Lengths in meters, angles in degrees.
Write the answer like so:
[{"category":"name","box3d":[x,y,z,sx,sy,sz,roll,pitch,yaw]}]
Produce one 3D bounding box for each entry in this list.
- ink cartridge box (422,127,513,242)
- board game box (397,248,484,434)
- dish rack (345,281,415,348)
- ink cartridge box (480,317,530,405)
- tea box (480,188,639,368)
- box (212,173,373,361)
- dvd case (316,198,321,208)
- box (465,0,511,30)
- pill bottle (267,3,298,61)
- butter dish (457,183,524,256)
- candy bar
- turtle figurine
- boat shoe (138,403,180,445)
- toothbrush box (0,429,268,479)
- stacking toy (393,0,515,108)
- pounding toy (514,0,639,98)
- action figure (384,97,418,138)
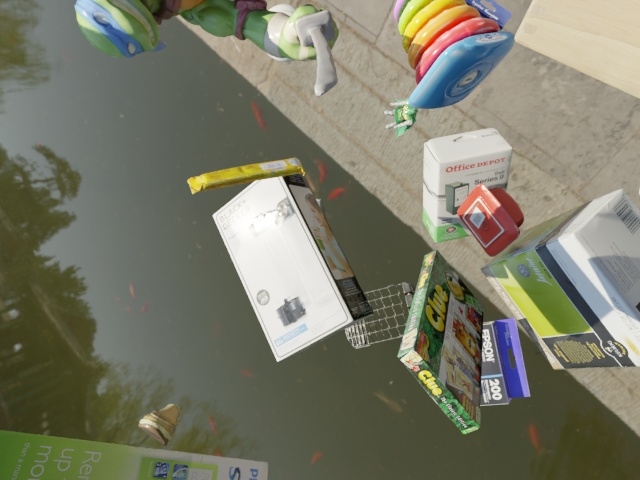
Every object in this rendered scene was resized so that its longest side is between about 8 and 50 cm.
[{"category":"ink cartridge box","box3d":[0.414,-0.154,1.290,0.122,0.210,0.289,-102,0,-49]},{"category":"board game box","box3d":[0.183,0.125,0.639,0.136,0.260,0.030,47,122,-8]},{"category":"dish rack","box3d":[0.216,0.267,1.571,0.271,0.074,0.209,-16,63,13]},{"category":"ink cartridge box","box3d":[0.408,0.313,1.135,0.208,0.045,0.207,-12,89,16]},{"category":"tea box","box3d":[0.638,0.110,1.076,0.329,0.219,0.323,55,156,4]},{"category":"box","box3d":[-0.054,0.038,0.774,0.169,0.087,0.290,-32,75,26]},{"category":"dvd case","box3d":[0.000,0.000,1.017,0.018,0.221,0.165,0,89,3]},{"category":"box","box3d":[0.400,-0.558,1.237,0.136,0.036,0.225,37,140,4]},{"category":"pill bottle","box3d":[-0.058,-0.350,0.755,0.087,0.160,0.087,0,115,-1]},{"category":"butter dish","box3d":[0.452,-0.065,1.131,0.160,0.118,0.160,58,162,19]},{"category":"candy bar","box3d":[-0.098,-0.089,0.608,0.040,0.161,0.018,-123,26,-50]},{"category":"turtle figurine","box3d":[-0.035,-0.226,0.275,0.197,0.267,0.274,33,168,-16]},{"category":"boat shoe","box3d":[-0.314,0.361,0.896,0.068,0.072,0.190,36,150,1]},{"category":"toothbrush box","box3d":[-0.209,0.322,0.436,0.122,0.283,0.206,-47,32,44]},{"category":"stacking toy","box3d":[0.199,-0.415,0.824,0.302,0.175,0.166,64,154,13]},{"category":"pounding toy","box3d":[0.199,-0.174,0.257,0.130,0.141,0.100,32,153,13]},{"category":"action figure","box3d":[0.258,-0.399,1.415,0.232,0.063,0.137,-138,38,-79]}]
